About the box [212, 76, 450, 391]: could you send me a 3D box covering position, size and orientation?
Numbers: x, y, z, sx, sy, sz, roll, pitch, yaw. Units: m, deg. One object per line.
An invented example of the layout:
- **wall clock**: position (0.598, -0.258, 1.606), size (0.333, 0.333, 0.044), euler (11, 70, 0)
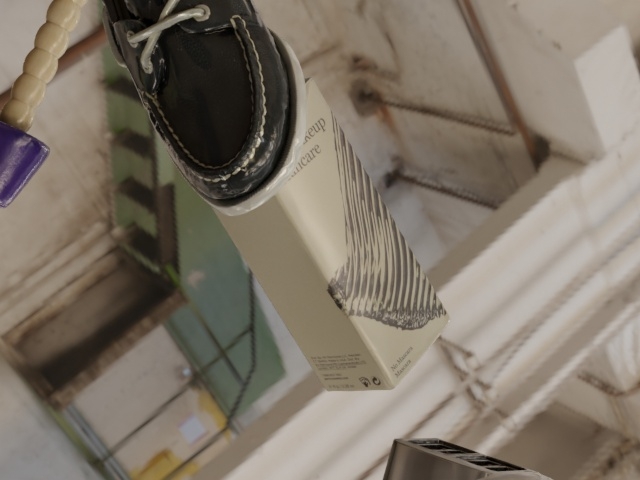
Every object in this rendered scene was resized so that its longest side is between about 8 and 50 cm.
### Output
- **box**: position (0.000, 0.000, 1.066), size (0.094, 0.275, 0.113), euler (-9, -150, 48)

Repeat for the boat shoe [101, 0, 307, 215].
- **boat shoe**: position (-0.096, -0.148, 0.772), size (0.114, 0.091, 0.302), euler (-36, -128, 14)

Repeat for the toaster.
- **toaster**: position (0.177, 0.334, 1.541), size (0.168, 0.186, 0.110), euler (12, -90, 38)

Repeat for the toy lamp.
- **toy lamp**: position (-0.246, -0.161, 1.044), size (0.080, 0.080, 0.274), euler (16, -102, 49)

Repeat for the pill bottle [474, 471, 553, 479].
- **pill bottle**: position (0.217, 0.430, 1.044), size (0.229, 0.229, 0.407), euler (-30, -130, -1)
